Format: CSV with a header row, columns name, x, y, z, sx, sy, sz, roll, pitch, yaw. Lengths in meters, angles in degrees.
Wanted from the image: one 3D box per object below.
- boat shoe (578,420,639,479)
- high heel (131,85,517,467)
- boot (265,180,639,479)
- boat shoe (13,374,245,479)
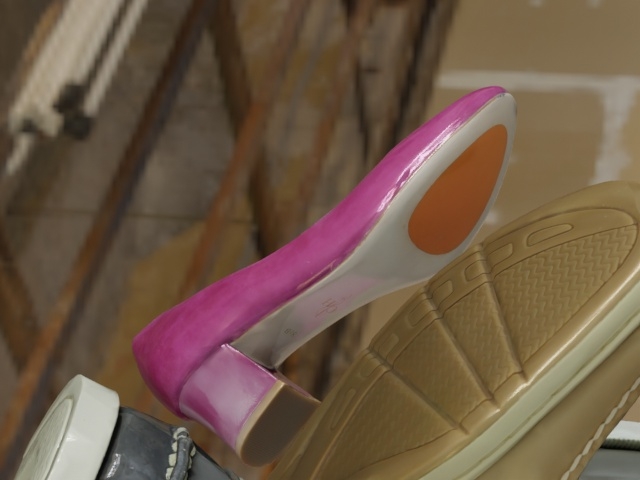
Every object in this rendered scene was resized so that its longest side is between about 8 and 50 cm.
name,x,y,z,sx,sy,sz,roll,pitch,yaw
boat shoe,0.186,0.165,0.729,0.109,0.305,0.091,-57,15,34
high heel,0.000,0.000,0.990,0.244,0.117,0.082,-55,-39,3
boot,0.081,0.126,0.622,0.262,0.203,0.095,-50,20,9
boat shoe,-0.075,0.116,0.580,0.233,0.079,0.084,131,157,-59
